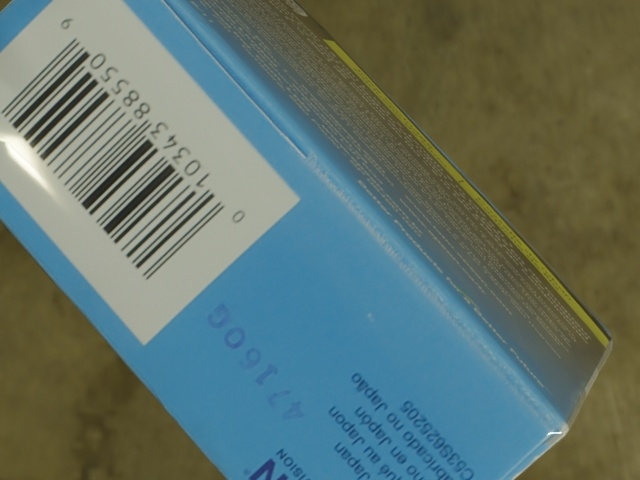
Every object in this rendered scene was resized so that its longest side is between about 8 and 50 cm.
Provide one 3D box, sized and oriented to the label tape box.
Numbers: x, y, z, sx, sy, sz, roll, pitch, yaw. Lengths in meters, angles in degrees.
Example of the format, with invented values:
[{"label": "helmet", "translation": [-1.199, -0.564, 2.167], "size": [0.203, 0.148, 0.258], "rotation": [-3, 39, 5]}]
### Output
[{"label": "label tape box", "translation": [0.000, 0.000, 0.843], "size": [0.115, 0.348, 0.249], "rotation": [-43, 84, 9]}]
